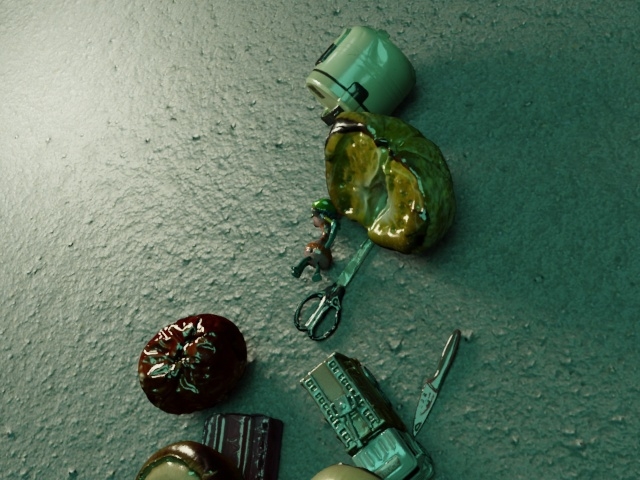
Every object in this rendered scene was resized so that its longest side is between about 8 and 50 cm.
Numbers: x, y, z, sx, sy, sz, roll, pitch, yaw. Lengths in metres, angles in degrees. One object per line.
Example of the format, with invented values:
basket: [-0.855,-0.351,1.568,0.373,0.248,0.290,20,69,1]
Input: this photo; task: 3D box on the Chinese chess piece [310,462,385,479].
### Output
Chinese chess piece: [0.073,0.545,1.568,0.249,0.250,0.103,20,46,27]

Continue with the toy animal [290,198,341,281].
toy animal: [0.000,0.000,1.902,0.103,0.100,0.208,-23,39,54]

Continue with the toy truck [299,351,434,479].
toy truck: [0.090,0.378,1.670,0.136,0.162,0.305,-40,59,4]

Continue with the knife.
knife: [0.242,0.300,1.732,0.035,0.018,0.248,22,79,24]

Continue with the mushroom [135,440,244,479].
mushroom: [-0.267,0.551,1.637,0.278,0.163,0.297,-44,50,-4]

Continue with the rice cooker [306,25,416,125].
rice cooker: [0.089,-0.376,1.958,0.226,0.226,0.244,37,89,29]

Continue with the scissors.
scissors: [0.051,0.095,1.888,0.109,0.022,0.300,32,82,25]

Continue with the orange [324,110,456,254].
orange: [0.167,-0.133,1.823,0.210,0.271,0.368,-21,53,-38]

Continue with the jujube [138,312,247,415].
jujube: [-0.281,0.280,1.843,0.232,0.213,0.213,-25,62,15]

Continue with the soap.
soap: [-0.183,0.502,1.763,0.162,0.099,0.250,-1,68,21]
